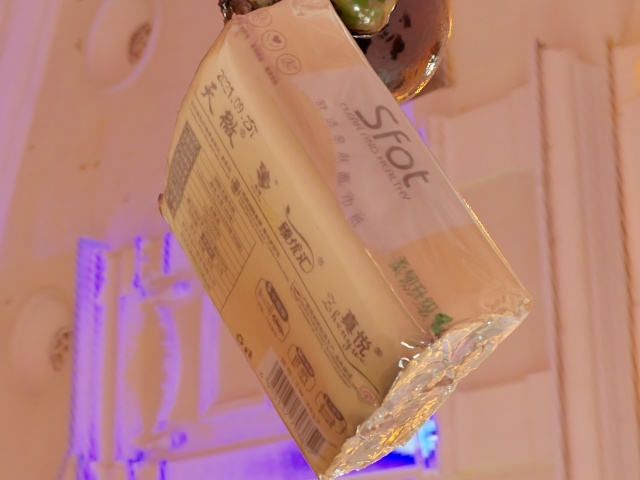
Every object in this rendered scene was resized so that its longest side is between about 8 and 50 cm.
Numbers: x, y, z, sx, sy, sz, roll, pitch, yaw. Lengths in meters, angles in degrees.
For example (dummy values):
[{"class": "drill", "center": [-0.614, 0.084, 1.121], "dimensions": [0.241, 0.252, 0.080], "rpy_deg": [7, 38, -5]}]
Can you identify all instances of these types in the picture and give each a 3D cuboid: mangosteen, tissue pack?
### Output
[{"class": "mangosteen", "center": [0.017, -0.169, 0.970], "dimensions": [0.172, 0.184, 0.172], "rpy_deg": [0, -87, -2]}, {"class": "tissue pack", "center": [0.000, 0.000, 0.724], "dimensions": [0.090, 0.186, 0.222], "rpy_deg": [-16, -118, -32]}]
